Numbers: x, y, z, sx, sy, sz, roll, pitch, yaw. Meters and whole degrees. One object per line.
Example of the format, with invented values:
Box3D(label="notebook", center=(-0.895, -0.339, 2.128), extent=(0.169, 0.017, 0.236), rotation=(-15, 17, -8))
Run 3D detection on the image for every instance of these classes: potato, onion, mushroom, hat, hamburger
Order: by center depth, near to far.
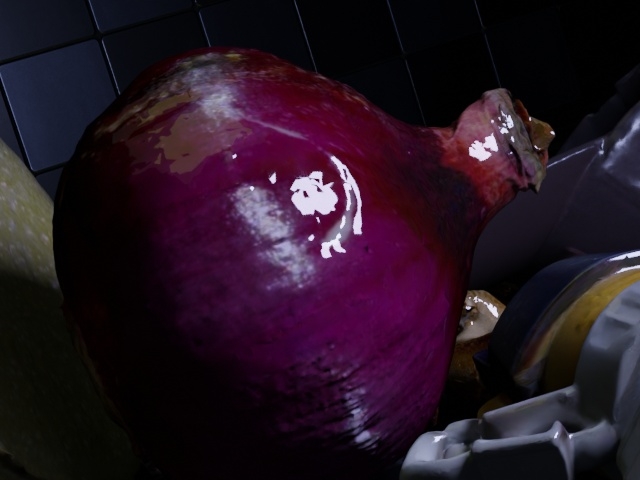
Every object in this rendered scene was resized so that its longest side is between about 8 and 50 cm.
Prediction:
Box3D(label="onion", center=(0.000, 0.000, 1.081), extent=(0.385, 0.348, 0.348), rotation=(-29, 8, -7))
Box3D(label="mushroom", center=(0.141, 0.087, 1.165), extent=(0.109, 0.085, 0.126), rotation=(23, -26, -39))
Box3D(label="potato", center=(-0.371, 0.097, 1.174), extent=(0.319, 0.385, 0.442), rotation=(-31, -7, 6))
Box3D(label="hat", center=(0.260, 0.004, 1.366), extent=(0.336, 0.209, 0.238), rotation=(-41, -4, -27))
Box3D(label="hamburger", center=(0.165, 0.044, 1.546), extent=(0.076, 0.044, 0.083), rotation=(26, -7, -13))

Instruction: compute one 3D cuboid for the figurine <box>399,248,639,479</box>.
Box3D(label="figurine", center=(0.192, 0.079, 0.840), extent=(0.308, 0.143, 0.308), rotation=(2, 9, 0))
